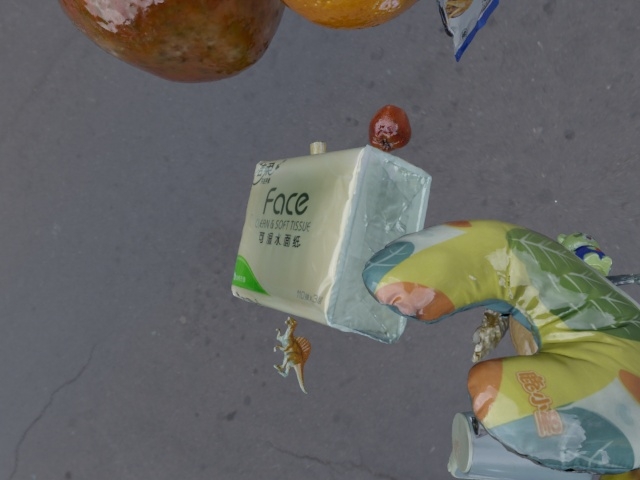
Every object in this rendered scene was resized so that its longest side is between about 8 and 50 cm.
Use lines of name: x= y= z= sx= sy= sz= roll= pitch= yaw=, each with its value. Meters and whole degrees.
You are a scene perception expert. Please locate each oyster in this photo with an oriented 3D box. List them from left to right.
oyster: x=0.552 y=0.243 z=1.708 sx=0.110 sy=0.341 sz=0.166 roll=12 pitch=115 yaw=26

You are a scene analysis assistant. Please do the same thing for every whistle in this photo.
whistle: x=0.665 y=0.051 z=1.343 sx=0.105 sy=0.227 sz=0.085 roll=15 pitch=123 yaw=-6

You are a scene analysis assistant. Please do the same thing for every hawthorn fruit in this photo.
hawthorn fruit: x=-0.225 y=-0.434 z=0.889 sx=0.402 sy=0.403 sz=0.403 roll=2 pitch=95 yaw=23
hawthorn fruit: x=0.208 y=-0.343 z=1.640 sx=0.132 sy=0.133 sz=0.138 roll=4 pitch=63 yaw=23

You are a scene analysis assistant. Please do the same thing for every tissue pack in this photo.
tissue pack: x=0.000 y=0.000 z=1.108 sx=0.405 sy=0.205 sz=0.332 roll=5 pitch=81 yaw=55

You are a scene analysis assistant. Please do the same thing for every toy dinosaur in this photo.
toy dinosaur: x=-0.074 y=0.338 z=1.599 sx=0.142 sy=0.212 sz=0.057 roll=-50 pitch=29 yaw=-19

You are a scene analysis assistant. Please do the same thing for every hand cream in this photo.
hand cream: x=-0.001 y=-0.181 z=1.509 sx=0.084 sy=0.084 sz=0.203 roll=-6 pitch=81 yaw=24

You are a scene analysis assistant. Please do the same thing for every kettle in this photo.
kettle: x=0.392 y=0.423 z=1.096 sx=0.243 sy=0.160 sz=0.211 roll=1 pitch=135 yaw=-2

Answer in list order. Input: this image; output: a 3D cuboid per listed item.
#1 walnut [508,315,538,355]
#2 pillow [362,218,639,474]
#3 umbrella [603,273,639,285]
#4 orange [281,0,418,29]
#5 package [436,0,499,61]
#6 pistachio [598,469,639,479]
walnut: x=0.608 y=0.243 z=1.394 sx=0.225 sy=0.225 sz=0.261 roll=-26 pitch=57 yaw=23
pillow: x=0.159 y=0.069 z=0.417 sx=0.233 sy=0.214 sz=0.086 roll=54 pitch=140 yaw=35
umbrella: x=0.515 y=0.070 z=0.909 sx=0.269 sy=0.044 sz=0.044 roll=-15 pitch=66 yaw=62
orange: x=0.033 y=-0.337 z=0.542 sx=0.171 sy=0.240 sz=0.240 roll=-13 pitch=88 yaw=66
package: x=0.294 y=-0.472 z=1.061 sx=0.027 sy=0.173 sz=0.171 roll=26 pitch=78 yaw=38
pistachio: x=0.329 y=0.256 z=0.507 sx=0.110 sy=0.100 sz=0.189 roll=27 pitch=96 yaw=-11
